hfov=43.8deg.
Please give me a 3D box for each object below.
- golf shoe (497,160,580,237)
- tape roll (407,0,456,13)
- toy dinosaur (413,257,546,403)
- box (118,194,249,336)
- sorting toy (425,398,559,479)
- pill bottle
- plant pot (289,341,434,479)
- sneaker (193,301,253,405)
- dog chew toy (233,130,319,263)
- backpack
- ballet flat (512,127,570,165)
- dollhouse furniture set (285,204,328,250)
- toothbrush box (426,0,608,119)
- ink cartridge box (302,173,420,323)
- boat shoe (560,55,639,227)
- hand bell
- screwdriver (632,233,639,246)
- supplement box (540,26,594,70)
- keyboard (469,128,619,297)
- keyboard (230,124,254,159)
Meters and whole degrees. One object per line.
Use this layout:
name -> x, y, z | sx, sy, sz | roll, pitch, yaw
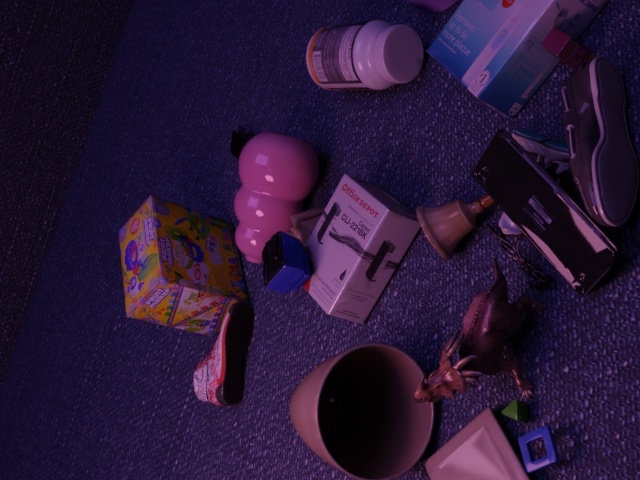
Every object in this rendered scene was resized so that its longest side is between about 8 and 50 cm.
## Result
golf shoe -> 0.391, -0.083, 1.477 | 0.198, 0.093, 0.077 | -45, 46, 30
tape roll -> 0.266, -0.636, 1.866 | 0.189, 0.080, 0.189 | -22, 59, 42
toy dinosaur -> 0.286, 0.164, 1.409 | 0.127, 0.200, 0.296 | 5, 78, 50
box -> -0.373, 0.071, 2.162 | 0.177, 0.279, 0.290 | -41, 46, 31
sorting toy -> 0.287, 0.427, 1.423 | 0.348, 0.047, 0.196 | -48, 39, 24
pill bottle -> 0.104, -0.442, 1.911 | 0.278, 0.162, 0.162 | 12, 84, 51
plant pot -> 0.047, 0.342, 1.608 | 0.274, 0.256, 0.257 | -21, 58, 62
sneaker -> -0.263, 0.294, 2.088 | 0.145, 0.090, 0.270 | -7, 72, 45
dog chew toy -> -0.127, -0.104, 2.020 | 0.206, 0.206, 0.332 | 25, 102, 51
backpack -> -0.079, 0.048, 1.787 | 0.098, 0.101, 0.120 | -44, 41, 30
ballet flat -> 0.429, -0.169, 1.511 | 0.168, 0.057, 0.052 | 38, 132, 54
dollhouse furniture set -> 0.000, 0.000, 1.953 | 0.144, 0.123, 0.151 | 36, 138, 50
toothbrush box -> 0.388, -0.431, 1.600 | 0.295, 0.126, 0.216 | -52, 42, 20
ink cartridge box -> 0.076, 0.016, 1.786 | 0.273, 0.114, 0.197 | -60, 39, 12
boat shoe -> 0.482, -0.165, 1.402 | 0.095, 0.112, 0.335 | -31, 47, 54
hand bell -> 0.324, -0.074, 1.569 | 0.242, 0.126, 0.126 | -32, 51, 21
screwdriver -> 0.584, -0.028, 1.282 | 0.170, 0.024, 0.025 | -30, 82, 37
supplement box -> 0.468, -0.361, 1.509 | 0.043, 0.083, 0.055 | -56, 42, 18
keyboard -> 0.381, -0.030, 1.425 | 0.317, 0.033, 0.202 | 54, 142, 25
keyboard -> -0.205, -0.267, 2.314 | 0.192, 0.038, 0.100 | 41, 130, 48
